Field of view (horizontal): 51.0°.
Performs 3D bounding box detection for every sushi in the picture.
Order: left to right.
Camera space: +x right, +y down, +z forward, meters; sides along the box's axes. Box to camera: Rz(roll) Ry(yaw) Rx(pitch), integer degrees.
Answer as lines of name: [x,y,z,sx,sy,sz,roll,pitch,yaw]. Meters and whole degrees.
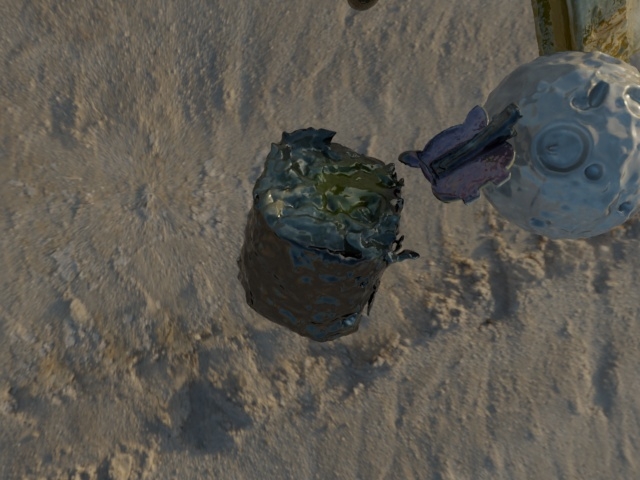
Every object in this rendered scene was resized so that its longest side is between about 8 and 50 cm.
sushi: [-0.001,-0.002,1.211,0.282,0.294,0.299,8,51,-11]

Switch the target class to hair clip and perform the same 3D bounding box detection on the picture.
hair clip: [0.229,-0.133,1.018,0.187,0.146,0.056,-39,145,12]

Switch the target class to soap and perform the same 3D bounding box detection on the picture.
soap: [0.585,-0.476,1.440,0.259,0.143,0.281,-42,132,-12]

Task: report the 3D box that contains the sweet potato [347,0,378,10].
sweet potato: [0.118,-0.508,1.024,0.114,0.092,0.341,-6,140,-48]

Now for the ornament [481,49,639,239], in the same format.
ornament: [0.431,-0.166,1.179,0.337,0.337,0.336,-1,94,-14]
